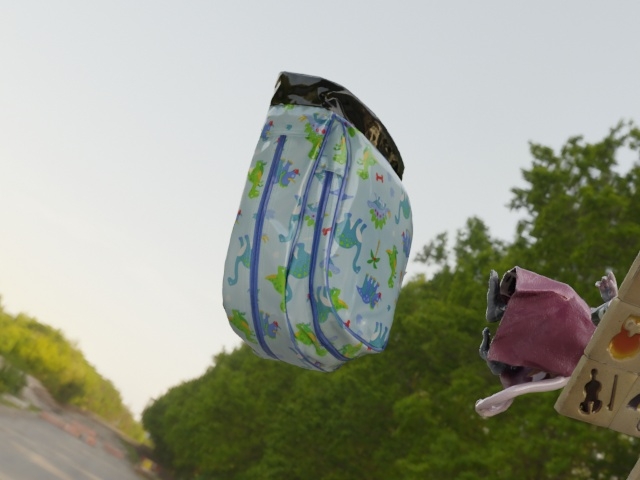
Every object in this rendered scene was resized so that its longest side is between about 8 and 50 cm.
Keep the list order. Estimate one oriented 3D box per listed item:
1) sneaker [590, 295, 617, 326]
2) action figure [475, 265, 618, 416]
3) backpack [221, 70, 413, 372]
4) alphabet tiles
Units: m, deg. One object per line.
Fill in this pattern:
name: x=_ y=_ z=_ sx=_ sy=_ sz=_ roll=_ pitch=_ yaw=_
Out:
sneaker: x=0.365 y=0.085 z=0.981 sx=0.119 sy=0.047 sz=0.057 roll=2 pitch=-21 yaw=-29
action figure: x=0.434 y=0.156 z=1.284 sx=0.369 sy=0.276 sz=0.248 roll=9 pitch=-15 yaw=13
backpack: x=0.000 y=0.000 z=1.159 sx=0.273 sy=0.356 sz=0.290 roll=21 pitch=-17 yaw=32
alphabet tiles: x=0.270 y=0.087 z=0.532 sx=0.237 sy=0.198 sz=0.009 roll=19 pitch=16 yaw=-19
